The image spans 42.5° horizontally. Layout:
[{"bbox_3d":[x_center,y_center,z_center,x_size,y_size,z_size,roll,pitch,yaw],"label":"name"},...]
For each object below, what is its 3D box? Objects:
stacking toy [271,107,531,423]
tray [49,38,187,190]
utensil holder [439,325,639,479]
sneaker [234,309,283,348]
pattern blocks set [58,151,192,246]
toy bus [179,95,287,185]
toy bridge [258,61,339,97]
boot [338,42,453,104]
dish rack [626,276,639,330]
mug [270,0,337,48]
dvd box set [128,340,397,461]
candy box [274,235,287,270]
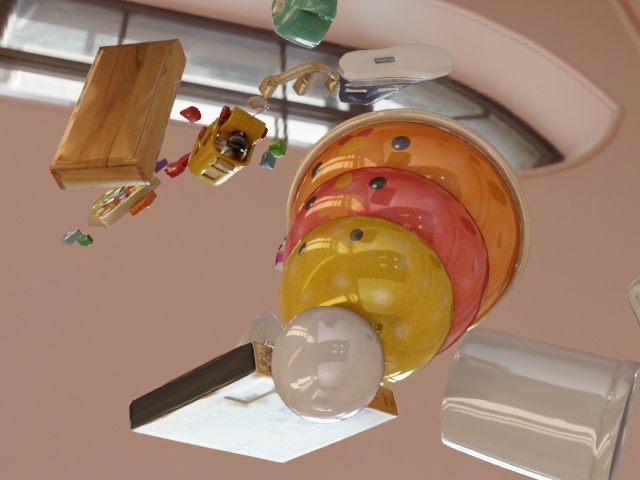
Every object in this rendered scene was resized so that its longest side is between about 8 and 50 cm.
[{"bbox_3d":[0.067,0.057,0.989,0.480,0.350,0.351,-55,162,-63],"label":"stacking toy"},{"bbox_3d":[-0.441,-0.291,1.835,0.076,0.202,0.411,75,16,-48],"label":"tray"},{"bbox_3d":[0.510,0.392,1.915,0.327,0.385,0.328,-37,133,-53],"label":"utensil holder"},{"bbox_3d":[-0.131,0.232,1.976,0.080,0.094,0.212,-51,175,20],"label":"sneaker"},{"bbox_3d":[-0.465,-0.097,1.946,0.285,0.026,0.325,-4,-143,48],"label":"pattern blocks set"},{"bbox_3d":[-0.180,-0.182,1.617,0.202,0.191,0.104,65,33,-58],"label":"toy bus"},{"bbox_3d":[-0.026,-0.281,1.433,0.026,0.188,0.063,56,-48,18],"label":"toy bridge"},{"bbox_3d":[0.122,-0.272,1.367,0.086,0.190,0.069,94,-7,-58],"label":"boot"},{"bbox_3d":[0.845,0.190,1.826,0.285,0.072,0.333,-33,-117,35],"label":"dish rack"},{"bbox_3d":[-0.033,-0.462,1.620,0.158,0.097,0.129,-34,-135,53],"label":"mug"},{"bbox_3d":[-0.096,0.314,1.532,0.307,0.420,0.062,-29,-126,28],"label":"dvd box set"},{"bbox_3d":[0.000,0.000,2.128,0.071,0.159,0.233,100,14,-48],"label":"candy box"}]
